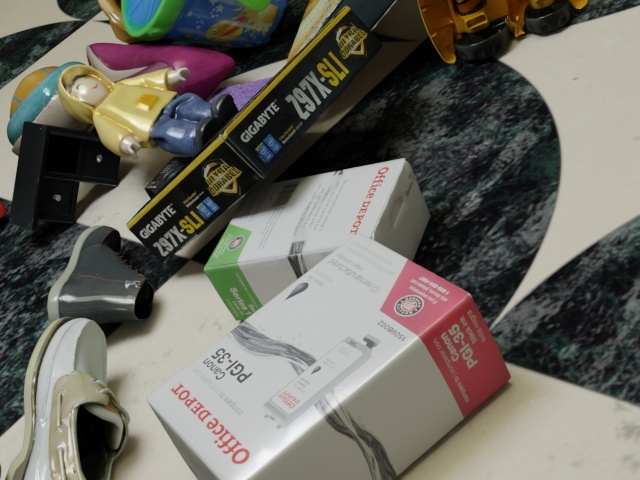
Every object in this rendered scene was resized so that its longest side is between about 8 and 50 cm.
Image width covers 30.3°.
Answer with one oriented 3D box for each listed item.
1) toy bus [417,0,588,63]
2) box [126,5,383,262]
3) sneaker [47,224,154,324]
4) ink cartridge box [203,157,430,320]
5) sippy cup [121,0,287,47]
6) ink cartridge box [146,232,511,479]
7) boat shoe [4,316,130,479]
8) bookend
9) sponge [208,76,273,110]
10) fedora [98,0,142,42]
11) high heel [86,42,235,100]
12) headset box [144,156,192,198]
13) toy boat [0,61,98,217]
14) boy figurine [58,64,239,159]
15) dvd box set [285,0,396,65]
[{"bbox_3d":[0.244,-0.367,1.669,0.220,0.149,0.211,-21,23,9],"label":"toy bus"},{"bbox_3d":[-0.082,-0.137,1.518,0.257,0.079,0.322,-34,13,48],"label":"box"},{"bbox_3d":[-0.264,0.050,1.537,0.118,0.083,0.222,-1,30,7],"label":"sneaker"},{"bbox_3d":[0.000,0.000,1.366,0.219,0.093,0.160,-8,36,30],"label":"ink cartridge box"},{"bbox_3d":[-0.182,-0.422,1.954,0.240,0.224,0.305,-54,38,37],"label":"sippy cup"},{"bbox_3d":[0.004,0.144,1.134,0.283,0.117,0.207,-38,33,-15],"label":"ink cartridge box"},{"bbox_3d":[-0.258,0.202,1.276,0.103,0.113,0.302,-16,44,17],"label":"boat shoe"},{"bbox_3d":[-0.376,-0.091,1.793,0.072,0.156,0.157,14,95,48],"label":"bookend"},{"bbox_3d":[-0.089,-0.205,1.789,0.210,0.031,0.117,-8,36,30],"label":"sponge"},{"bbox_3d":[-0.346,-0.430,2.234,0.079,0.194,0.194,-52,12,41],"label":"fedora"},{"bbox_3d":[-0.276,-0.281,1.985,0.181,0.127,0.377,-21,27,-16],"label":"high heel"},{"bbox_3d":[-0.204,-0.089,1.713,0.062,0.032,0.083,5,46,42],"label":"headset box"},{"bbox_3d":[-0.483,-0.174,1.900,0.318,0.148,0.267,-49,11,-15],"label":"toy boat"},{"bbox_3d":[-0.257,-0.195,1.728,0.285,0.092,0.177,19,58,24],"label":"boy figurine"},{"bbox_3d":[0.079,-0.418,1.770,0.307,0.062,0.420,-47,15,30],"label":"dvd box set"}]
